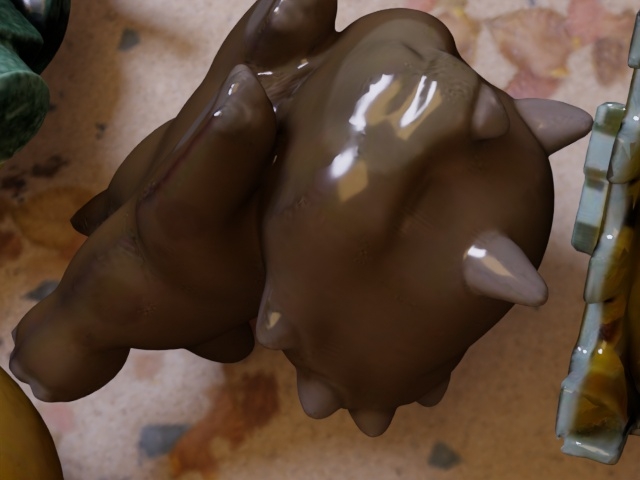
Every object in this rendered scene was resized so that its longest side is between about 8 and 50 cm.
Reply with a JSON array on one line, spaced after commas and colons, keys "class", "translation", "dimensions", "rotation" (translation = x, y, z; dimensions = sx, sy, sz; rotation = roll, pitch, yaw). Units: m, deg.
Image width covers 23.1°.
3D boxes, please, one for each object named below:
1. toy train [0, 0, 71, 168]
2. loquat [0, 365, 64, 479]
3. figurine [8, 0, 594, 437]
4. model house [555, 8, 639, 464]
[{"class": "toy train", "translation": [-0.304, -0.137, 0.806], "dimensions": [0.397, 0.160, 0.253], "rotation": [45, 107, 21]}, {"class": "loquat", "translation": [-0.211, 0.132, 0.687], "dimensions": [0.208, 0.208, 0.208], "rotation": [-4, 73, 13]}, {"class": "figurine", "translation": [0.001, 0.000, 0.690], "dimensions": [0.173, 0.177, 0.247], "rotation": [35, 123, -14]}, {"class": "model house", "translation": [0.221, -0.012, 0.622], "dimensions": [0.224, 0.215, 0.198], "rotation": [15, 116, 18]}]
